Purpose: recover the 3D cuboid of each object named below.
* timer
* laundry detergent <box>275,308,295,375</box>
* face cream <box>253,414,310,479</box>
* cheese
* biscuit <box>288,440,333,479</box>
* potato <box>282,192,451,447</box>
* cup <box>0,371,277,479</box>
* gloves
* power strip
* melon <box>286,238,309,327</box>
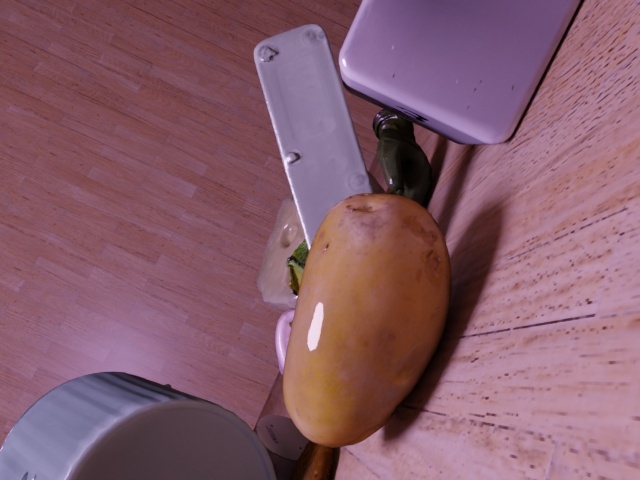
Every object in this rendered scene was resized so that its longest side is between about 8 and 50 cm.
[{"bbox_3d":[0.142,-0.229,0.637,0.195,0.192,0.195,-71,6,-81],"label":"timer"},{"bbox_3d":[-0.039,0.221,1.077,0.335,0.087,0.159,108,146,-74],"label":"laundry detergent"},{"bbox_3d":[-0.093,0.383,0.872,0.096,0.095,0.214,-70,4,-74],"label":"face cream"},{"bbox_3d":[0.000,0.000,1.085,0.326,0.115,0.318,-44,39,27],"label":"cheese"},{"bbox_3d":[-0.028,0.333,0.707,0.188,0.027,0.188,-155,90,-87],"label":"biscuit"},{"bbox_3d":[0.038,0.073,0.506,0.150,0.146,0.234,3,-79,-47],"label":"potato"},{"bbox_3d":[-0.232,0.373,0.782,0.310,0.401,0.392,-48,16,-30],"label":"cup"},{"bbox_3d":[0.127,-0.112,0.919,0.135,0.107,0.268,65,-152,-50],"label":"gloves"},{"bbox_3d":[0.016,-0.058,0.664,0.062,0.091,0.386,21,-128,-79],"label":"power strip"},{"bbox_3d":[0.048,0.060,0.811,0.169,0.129,0.265,-52,-17,-22],"label":"melon"}]
